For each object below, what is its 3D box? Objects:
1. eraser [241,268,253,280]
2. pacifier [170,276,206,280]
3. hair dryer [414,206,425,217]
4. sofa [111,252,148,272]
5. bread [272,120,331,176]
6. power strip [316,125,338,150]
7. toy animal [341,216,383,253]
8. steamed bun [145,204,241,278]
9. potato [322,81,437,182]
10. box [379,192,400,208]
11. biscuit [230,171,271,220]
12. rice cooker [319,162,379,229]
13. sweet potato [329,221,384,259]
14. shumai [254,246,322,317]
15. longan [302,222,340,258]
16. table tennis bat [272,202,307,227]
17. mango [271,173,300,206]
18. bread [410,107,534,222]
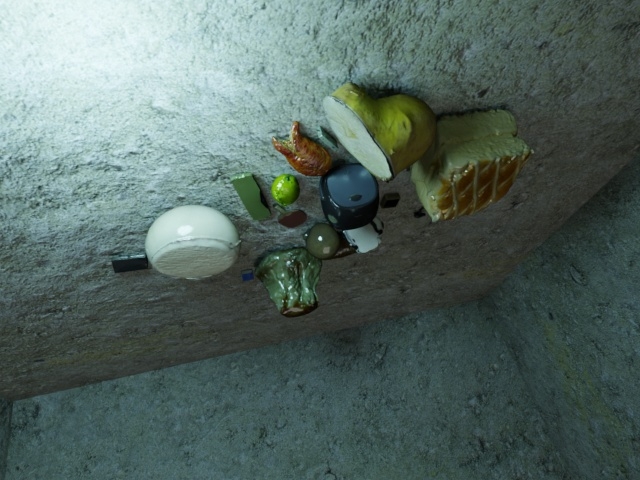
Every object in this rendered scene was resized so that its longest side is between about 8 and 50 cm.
[{"bbox_3d":[-0.407,0.194,2.338,0.063,0.027,0.085,-10,150,-9],"label":"eraser"},{"bbox_3d":[-0.588,0.113,1.932,0.279,0.207,0.227,-1,130,-26],"label":"pacifier"},{"bbox_3d":[0.545,-0.155,2.240,0.079,0.031,0.083,-10,144,-33],"label":"hair dryer"},{"bbox_3d":[-0.866,0.091,1.908,0.147,0.060,0.085,-7,133,-17],"label":"sofa"},{"bbox_3d":[-0.061,-0.322,1.566,0.139,0.095,0.269,-36,142,18],"label":"bread"},{"bbox_3d":[0.024,-0.379,1.553,0.019,0.051,0.136,-24,150,27],"label":"power strip"},{"bbox_3d":[0.211,-0.056,2.079,0.204,0.208,0.156,-30,-176,19],"label":"toy animal"},{"bbox_3d":[-0.517,-0.009,1.712,0.374,0.241,0.374,-12,155,-6],"label":"steamed bun"},{"bbox_3d":[0.227,-0.425,1.463,0.296,0.290,0.397,-44,110,-7],"label":"potato"},{"bbox_3d":[0.341,-0.192,2.054,0.079,0.035,0.083,-8,149,-16],"label":"box"},{"bbox_3d":[-0.282,-0.179,1.753,0.099,0.038,0.322,-15,152,3],"label":"biscuit"},{"bbox_3d":[0.121,-0.181,1.751,0.267,0.267,0.224,-14,158,-4],"label":"rice cooker"},{"bbox_3d":[0.147,0.015,2.221,0.422,0.130,0.130,-16,151,-3],"label":"sweet potato"},{"bbox_3d":[-0.144,0.244,2.265,0.397,0.323,0.324,15,140,-45],"label":"shumai"},{"bbox_3d":[0.000,0.000,2.084,0.204,0.185,0.159,15,-163,29],"label":"longan"},{"bbox_3d":[-0.151,-0.116,1.949,0.131,0.022,0.234,-26,151,17],"label":"table tennis bat"},{"bbox_3d":[-0.144,-0.206,1.714,0.119,0.100,0.178,-20,156,-8],"label":"mango"},{"bbox_3d":[0.605,-0.312,1.748,0.371,0.279,0.390,-12,148,-13],"label":"bread"}]
